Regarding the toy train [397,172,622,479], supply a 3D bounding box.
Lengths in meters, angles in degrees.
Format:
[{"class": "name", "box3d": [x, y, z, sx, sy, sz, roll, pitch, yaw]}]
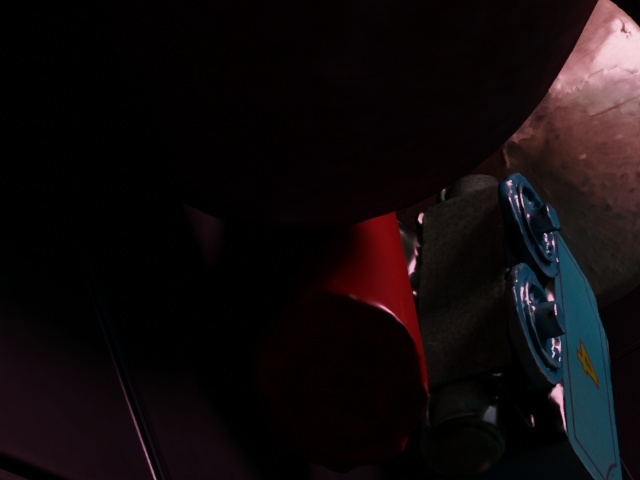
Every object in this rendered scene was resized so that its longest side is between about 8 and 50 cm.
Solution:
[{"class": "toy train", "box3d": [0.092, 0.057, 0.677, 0.154, 0.107, 0.198, 54, 27, -30]}]

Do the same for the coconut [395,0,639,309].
[{"class": "coconut", "box3d": [0.118, -0.057, 0.850, 0.245, 0.245, 0.247, 61, 3, 15]}]

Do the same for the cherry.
[{"class": "cherry", "box3d": [-0.003, -0.146, 0.445, 0.307, 0.221, 0.261, -50, -122, 52]}]

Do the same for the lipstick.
[{"class": "lipstick", "box3d": [0.001, 0.000, 0.567, 0.073, 0.073, 0.279, 55, 11, -19]}]
